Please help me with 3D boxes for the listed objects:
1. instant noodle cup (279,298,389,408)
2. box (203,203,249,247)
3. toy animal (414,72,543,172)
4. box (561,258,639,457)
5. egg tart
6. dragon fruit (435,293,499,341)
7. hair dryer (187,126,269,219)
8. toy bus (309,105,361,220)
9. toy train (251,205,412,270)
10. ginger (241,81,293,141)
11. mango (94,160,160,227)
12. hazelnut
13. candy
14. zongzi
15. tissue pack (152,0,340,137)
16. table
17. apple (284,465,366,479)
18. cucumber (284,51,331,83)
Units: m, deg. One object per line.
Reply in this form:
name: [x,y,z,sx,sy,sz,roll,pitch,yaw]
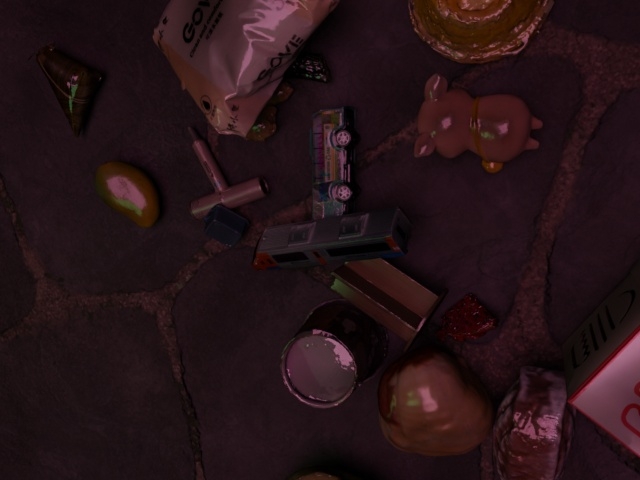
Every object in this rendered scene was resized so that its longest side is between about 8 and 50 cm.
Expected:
instant noodle cup: [0.026,0.255,1.428,0.217,0.207,0.217,3,99,18]
box: [-0.226,-0.030,1.515,0.099,0.054,0.074,30,125,-19]
toy animal: [0.320,-0.229,1.303,0.248,0.149,0.165,7,85,4]
box: [0.663,0.230,1.175,0.312,0.314,0.300,38,110,8]
egg tart: [0.315,-0.508,1.269,0.315,0.120,0.315,3,100,17]
dragon fruit: [0.326,0.192,1.416,0.131,0.063,0.097,-43,50,14]
hair dryer: [-0.240,-0.181,1.532,0.195,0.053,0.220,-16,87,18]
toy bus: [0.033,-0.165,1.426,0.109,0.091,0.262,3,98,23]
toy train: [0.000,0.000,1.392,0.409,0.086,0.089,-7,139,35]
ginger: [-0.123,-0.288,1.462,0.165,0.067,0.096,-42,64,18]
mango: [-0.473,-0.123,1.591,0.191,0.085,0.122,32,96,0]
hazelnut: [0.249,0.342,1.380,0.261,0.241,0.261,18,131,22]
candy: [0.434,0.386,1.307,0.157,0.214,0.289,7,129,18]
zongzi: [-0.654,-0.379,1.611,0.187,0.084,0.184,32,116,17]
tissue pack: [-0.172,-0.466,1.362,0.375,0.195,0.390,-50,61,20]
table: [0.139,0.114,1.400,0.226,0.167,0.167,34,106,14]
apple: [0.026,0.664,1.478,0.295,0.233,0.258,18,84,24]
cucumber: [-0.094,-0.395,1.440,0.245,0.067,0.067,10,101,16]
